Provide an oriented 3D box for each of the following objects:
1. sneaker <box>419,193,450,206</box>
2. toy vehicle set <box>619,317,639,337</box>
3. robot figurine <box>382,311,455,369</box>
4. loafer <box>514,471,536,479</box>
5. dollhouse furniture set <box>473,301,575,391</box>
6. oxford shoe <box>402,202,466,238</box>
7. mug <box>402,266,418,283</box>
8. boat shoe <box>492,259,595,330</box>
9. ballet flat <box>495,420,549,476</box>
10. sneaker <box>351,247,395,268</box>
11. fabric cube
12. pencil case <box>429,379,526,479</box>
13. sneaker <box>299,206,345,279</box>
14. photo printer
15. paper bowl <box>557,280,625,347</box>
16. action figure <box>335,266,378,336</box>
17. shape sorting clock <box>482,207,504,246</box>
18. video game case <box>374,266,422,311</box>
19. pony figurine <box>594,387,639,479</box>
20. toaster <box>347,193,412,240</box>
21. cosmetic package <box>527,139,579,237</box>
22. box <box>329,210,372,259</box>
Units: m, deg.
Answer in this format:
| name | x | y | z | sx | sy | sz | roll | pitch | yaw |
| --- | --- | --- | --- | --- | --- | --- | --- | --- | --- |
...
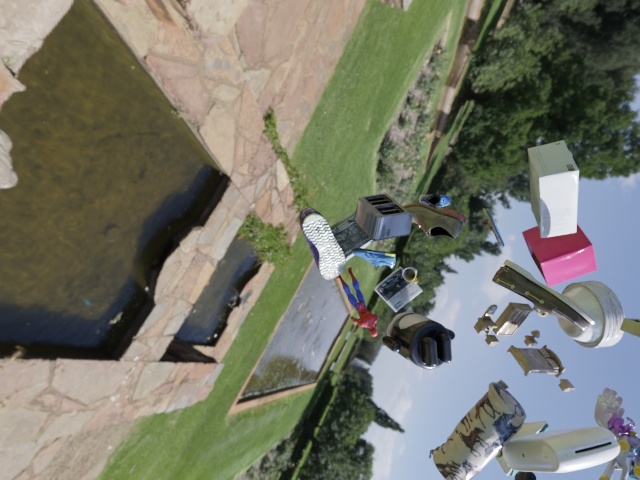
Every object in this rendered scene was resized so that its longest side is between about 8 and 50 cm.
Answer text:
| name | x | y | z | sx | sy | sz | roll | pitch | yaw |
| --- | --- | --- | --- | --- | --- | --- | --- | --- | --- |
| sneaker | 0.523 | -0.175 | 1.807 | 0.084 | 0.152 | 0.058 | -140 | -123 | -71 |
| toy vehicle set | 0.946 | 0.259 | 1.095 | 0.266 | 0.166 | 0.035 | 9 | 100 | -37 |
| robot figurine | 0.356 | 0.354 | 1.473 | 0.174 | 0.209 | 0.278 | -59 | -163 | -6 |
| loafer | 0.769 | 0.988 | 1.563 | 0.223 | 0.076 | 0.078 | -48 | 176 | -41 |
| dollhouse furniture set | 0.900 | 0.449 | 1.754 | 0.355 | 0.303 | 0.174 | -111 | -144 | -52 |
| oxford shoe | 0.516 | -0.093 | 1.976 | 0.123 | 0.348 | 0.130 | 44 | 69 | -42 |
| mug | 0.415 | 0.157 | 1.877 | 0.064 | 0.062 | 0.078 | -21 | 109 | -63 |
| boat shoe | 0.736 | 0.194 | 1.365 | 0.097 | 0.324 | 0.116 | -54 | 151 | 8 |
| ballet flat | 0.937 | 0.963 | 1.943 | 0.139 | 0.139 | 0.400 | -46 | 151 | -54 |
| sneaker | 0.243 | 0.084 | 1.889 | 0.069 | 0.209 | 0.082 | -41 | 141 | -78 |
| fabric cube | 1.310 | 0.054 | 2.244 | 0.254 | 0.258 | 0.259 | 47 | 26 | -37 |
| pencil case | 0.585 | 0.719 | 1.521 | 0.410 | 0.160 | 0.183 | -58 | -168 | 15 |
| sneaker | 0.001 | -0.001 | 1.449 | 0.102 | 0.146 | 0.293 | -25 | 124 | -7 |
| photo printer | 0.806 | 0.703 | 1.373 | 0.307 | 0.256 | 0.107 | 109 | -28 | -60 |
| paper bowl | 1.143 | 0.321 | 1.769 | 0.284 | 0.148 | 0.284 | 173 | -90 | -86 |
| action figure | 0.148 | 0.259 | 1.599 | 0.091 | 0.280 | 0.139 | -20 | 150 | -11 |
| shape sorting clock | 0.817 | -0.059 | 1.935 | 0.040 | 0.206 | 0.206 | -24 | -176 | 25 |
| video game case | 0.410 | 0.258 | 2.157 | 0.190 | 0.173 | 0.022 | -43 | -178 | 20 |
| pony figurine | 1.303 | 0.863 | 1.735 | 0.363 | 0.302 | 0.351 | 1 | 110 | -54 |
| toaster | 0.223 | -0.087 | 1.514 | 0.185 | 0.168 | 0.110 | -10 | 125 | -22 |
| cosmetic package | 1.032 | -0.220 | 1.816 | 0.217 | 0.156 | 0.385 | -80 | 150 | -43 |
| box | 0.156 | -0.027 | 2.056 | 0.231 | 0.183 | 0.056 | -34 | 160 | -17 |
